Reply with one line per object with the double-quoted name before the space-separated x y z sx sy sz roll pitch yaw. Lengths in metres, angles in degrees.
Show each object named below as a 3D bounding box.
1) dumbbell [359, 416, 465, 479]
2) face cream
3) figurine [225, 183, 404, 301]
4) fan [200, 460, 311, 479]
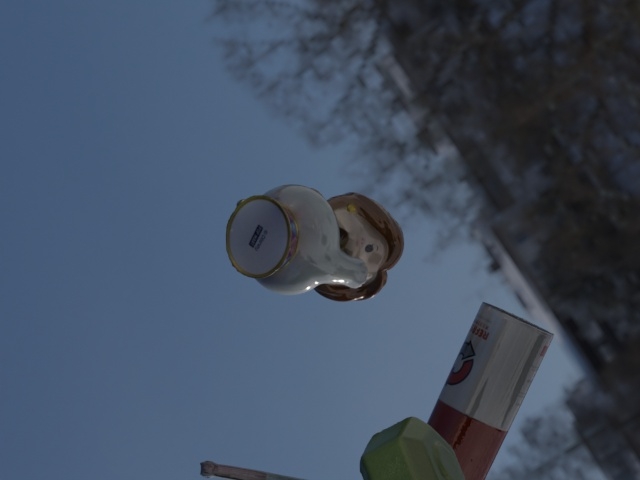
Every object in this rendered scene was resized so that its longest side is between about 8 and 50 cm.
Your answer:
"dumbbell" 0.001 0.285 1.686 0.121 0.302 0.108 47 -157 -34
"face cream" 0.195 0.190 2.069 0.096 0.214 0.096 25 -177 -1
"figurine" 0.000 0.000 2.136 0.189 0.142 0.263 43 -158 29
"fan" -0.018 0.319 2.219 0.282 0.023 0.057 10 177 -10
